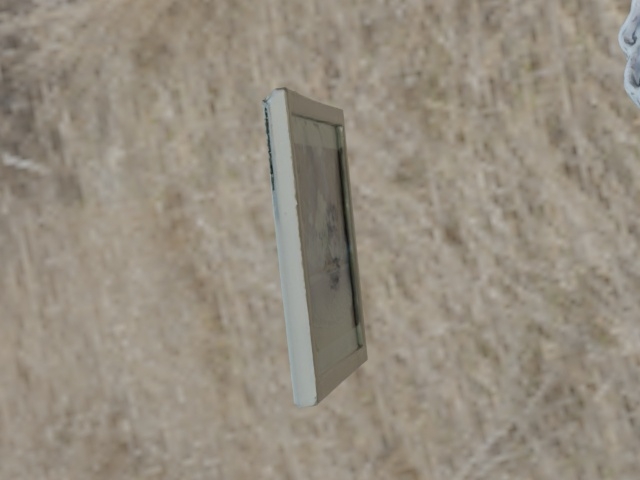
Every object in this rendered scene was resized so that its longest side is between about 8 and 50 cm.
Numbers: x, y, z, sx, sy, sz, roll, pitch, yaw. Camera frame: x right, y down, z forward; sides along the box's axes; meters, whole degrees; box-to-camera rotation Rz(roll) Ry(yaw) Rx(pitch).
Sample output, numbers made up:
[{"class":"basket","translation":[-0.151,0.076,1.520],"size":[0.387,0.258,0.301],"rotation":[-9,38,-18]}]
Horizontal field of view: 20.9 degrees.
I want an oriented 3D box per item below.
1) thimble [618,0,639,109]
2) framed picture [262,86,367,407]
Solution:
[{"class":"thimble","translation":[0.376,-0.158,1.458],"size":[0.217,0.157,0.245],"rotation":[-65,36,29]},{"class":"framed picture","translation":[0.000,0.000,1.395],"size":[0.315,0.024,0.232],"rotation":[-15,-81,-81]}]
